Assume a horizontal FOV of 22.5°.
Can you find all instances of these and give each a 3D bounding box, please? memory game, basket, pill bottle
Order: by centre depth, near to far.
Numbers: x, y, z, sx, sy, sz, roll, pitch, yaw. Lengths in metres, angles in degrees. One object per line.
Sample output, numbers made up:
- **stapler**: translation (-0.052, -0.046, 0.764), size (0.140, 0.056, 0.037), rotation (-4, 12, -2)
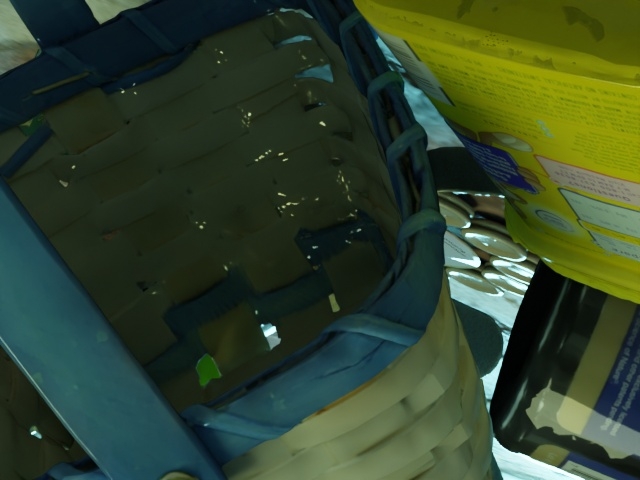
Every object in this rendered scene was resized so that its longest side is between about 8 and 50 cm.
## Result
- **basket**: translation (-0.066, -0.008, 0.493), size (0.255, 0.201, 0.289), rotation (-107, -7, -57)
- **pill bottle**: translation (0.186, 0.062, 0.620), size (0.219, 0.123, 0.123), rotation (22, 169, 2)
- **memory game**: translation (0.042, -0.011, 0.874), size (0.186, 0.012, 0.186), rotation (24, 169, 5)

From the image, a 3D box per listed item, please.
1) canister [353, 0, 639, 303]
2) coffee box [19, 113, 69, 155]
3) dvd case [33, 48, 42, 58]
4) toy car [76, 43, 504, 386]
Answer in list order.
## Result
- **canister**: translation (0.093, -0.041, 0.470), size (0.126, 0.073, 0.170), rotation (19, 167, 32)
- **coffee box**: translation (-0.068, -0.023, 0.862), size (0.184, 0.040, 0.113), rotation (29, 178, -30)
- **dvd case**: translation (-0.117, -0.071, 0.923), size (0.087, 0.013, 0.119), rotation (24, 168, 2)
- **toy car**: translation (0.000, 0.000, 0.704), size (0.188, 0.155, 0.149), rotation (5, 162, 23)
